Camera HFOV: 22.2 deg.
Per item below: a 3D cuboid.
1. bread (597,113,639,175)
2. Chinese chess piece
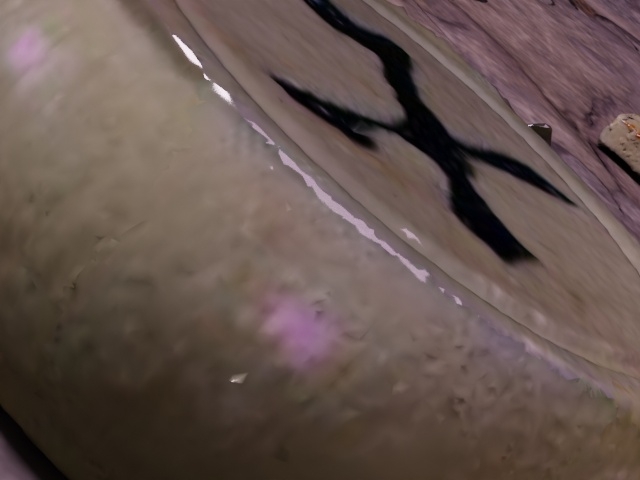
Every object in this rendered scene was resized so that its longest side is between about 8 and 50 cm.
[{"bbox_3d":[0.229,-0.055,1.077,0.068,0.028,0.153,43,18,15],"label":"bread"},{"bbox_3d":[0.000,0.000,0.434,0.238,0.092,0.238,35,19,-14],"label":"Chinese chess piece"}]
